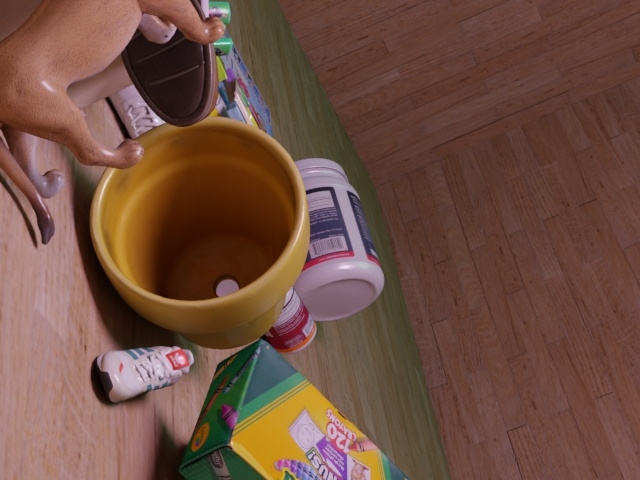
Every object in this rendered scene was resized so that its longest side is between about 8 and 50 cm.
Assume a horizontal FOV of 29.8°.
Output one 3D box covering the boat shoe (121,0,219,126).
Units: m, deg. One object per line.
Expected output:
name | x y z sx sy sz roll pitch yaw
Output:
boat shoe | -0.186 -0.273 1.432 0.104 0.111 0.307 22 47 -75

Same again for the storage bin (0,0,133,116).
storage bin | -0.332 -0.325 1.454 0.262 0.123 0.260 40 29 -68

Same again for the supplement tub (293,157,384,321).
supplement tub | 0.000 0.000 2.299 0.191 0.191 0.272 52 18 -56

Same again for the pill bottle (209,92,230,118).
pill bottle | -0.195 -0.174 1.857 0.119 0.119 0.208 -94 158 -62

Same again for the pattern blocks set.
pattern blocks set | -0.112 -0.186 1.966 0.285 0.026 0.325 62 4 -31

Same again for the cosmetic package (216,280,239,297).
cosmetic package | -0.121 -0.019 1.793 0.117 0.085 0.231 -50 136 -63

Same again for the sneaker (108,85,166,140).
sneaker | -0.233 -0.154 1.710 0.115 0.090 0.232 -94 158 -52

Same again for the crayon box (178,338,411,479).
crayon box | -0.019 0.265 1.345 0.278 0.081 0.165 46 34 -22

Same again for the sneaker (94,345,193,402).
sneaker | -0.189 0.137 1.324 0.161 0.075 0.057 17 51 -78

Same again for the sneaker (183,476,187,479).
sneaker | -0.079 0.260 1.472 0.343 0.134 0.146 -73 139 -74

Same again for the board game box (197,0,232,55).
board game box | -0.217 -0.450 1.588 0.390 0.050 0.390 27 -59 56

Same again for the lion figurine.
lion figurine | -0.249 -0.211 1.223 0.240 0.142 0.392 43 69 -49

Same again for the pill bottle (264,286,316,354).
pill bottle | -0.073 0.110 1.975 0.086 0.086 0.152 -100 164 -51

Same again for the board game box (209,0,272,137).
board game box | -0.189 -0.273 2.207 0.302 0.086 0.308 -96 161 -58

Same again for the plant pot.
plant pot | -0.132 0.015 1.477 0.239 0.254 0.254 79 -6 -63
